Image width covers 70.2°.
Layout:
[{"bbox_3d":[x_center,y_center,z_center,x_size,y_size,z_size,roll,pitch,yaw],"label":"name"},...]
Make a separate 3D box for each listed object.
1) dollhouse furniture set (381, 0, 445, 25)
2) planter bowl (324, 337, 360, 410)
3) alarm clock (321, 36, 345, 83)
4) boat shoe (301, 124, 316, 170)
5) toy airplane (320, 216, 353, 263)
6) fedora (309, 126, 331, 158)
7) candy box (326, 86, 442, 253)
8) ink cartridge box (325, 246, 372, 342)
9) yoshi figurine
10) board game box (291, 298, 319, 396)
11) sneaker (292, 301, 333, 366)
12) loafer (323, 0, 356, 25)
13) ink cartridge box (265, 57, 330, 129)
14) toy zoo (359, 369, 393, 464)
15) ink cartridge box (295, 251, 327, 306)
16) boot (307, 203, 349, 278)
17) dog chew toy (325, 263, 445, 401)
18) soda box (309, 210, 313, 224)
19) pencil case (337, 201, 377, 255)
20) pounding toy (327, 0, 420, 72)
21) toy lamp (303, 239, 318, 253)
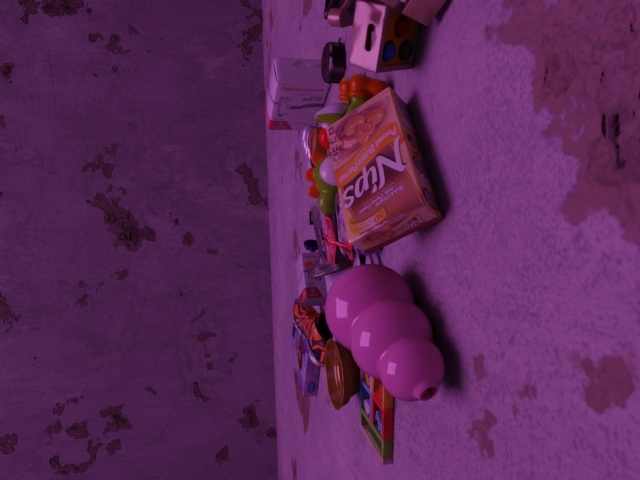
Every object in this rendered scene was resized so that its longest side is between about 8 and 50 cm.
[{"bbox_3d":[0.180,-0.530,0.854,0.123,0.144,0.151,136,149,-58],"label":"dollhouse furniture set"},{"bbox_3d":[0.082,0.413,1.429,0.217,0.090,0.218,178,90,-75],"label":"planter bowl"},{"bbox_3d":[0.035,-0.595,1.548,0.192,0.064,0.130,168,99,-79],"label":"alarm clock"},{"bbox_3d":[-0.017,-0.334,1.781,0.076,0.083,0.227,-142,38,-58],"label":"boat shoe"},{"bbox_3d":[0.045,0.006,1.256,0.151,0.028,0.151,40,142,43],"label":"toy airplane"},{"bbox_3d":[0.004,-0.350,1.660,0.194,0.079,0.195,178,90,-77],"label":"fedora"},{"bbox_3d":[0.128,-0.153,0.989,0.182,0.087,0.317,-27,57,31],"label":"candy box"},{"bbox_3d":[0.101,0.122,1.328,0.239,0.060,0.275,-55,27,34],"label":"ink cartridge box"},{"bbox_3d":[0.100,-0.235,1.212,0.202,0.203,0.363,21,102,32],"label":"yoshi figurine"},{"bbox_3d":[-0.069,0.487,2.097,0.319,0.065,0.318,-115,27,-58],"label":"board game box"},{"bbox_3d":[-0.011,0.315,1.778,0.321,0.124,0.180,-123,37,-45],"label":"sneaker"},{"bbox_3d":[0.047,-0.802,1.387,0.109,0.095,0.303,138,129,-72],"label":"loafer"},{"bbox_3d":[-0.096,-0.559,1.769,0.283,0.207,0.117,119,145,-65],"label":"ink cartridge box"},{"bbox_3d":[0.153,0.432,1.267,0.192,0.030,0.294,-149,57,-73],"label":"toy zoo"},{"bbox_3d":[-0.015,0.144,1.703,0.127,0.128,0.176,118,147,-63],"label":"ink cartridge box"},{"bbox_3d":[0.001,0.000,1.377,0.189,0.076,0.209,-25,83,47],"label":"boot"},{"bbox_3d":[0.141,0.196,0.966,0.332,0.206,0.207,-125,35,-52],"label":"dog chew toy"},{"bbox_3d":[-0.001,-0.092,1.767,0.169,0.053,0.060,180,89,-75],"label":"soda box"},{"bbox_3d":[0.109,-0.047,1.273,0.206,0.086,0.088,-113,36,-50],"label":"pencil case"},{"bbox_3d":[0.116,-0.442,0.922,0.094,0.206,0.181,33,130,34],"label":"pounding toy"},{"bbox_3d":[-0.050,0.132,1.947,0.080,0.080,0.275,-115,26,-58],"label":"toy lamp"}]
